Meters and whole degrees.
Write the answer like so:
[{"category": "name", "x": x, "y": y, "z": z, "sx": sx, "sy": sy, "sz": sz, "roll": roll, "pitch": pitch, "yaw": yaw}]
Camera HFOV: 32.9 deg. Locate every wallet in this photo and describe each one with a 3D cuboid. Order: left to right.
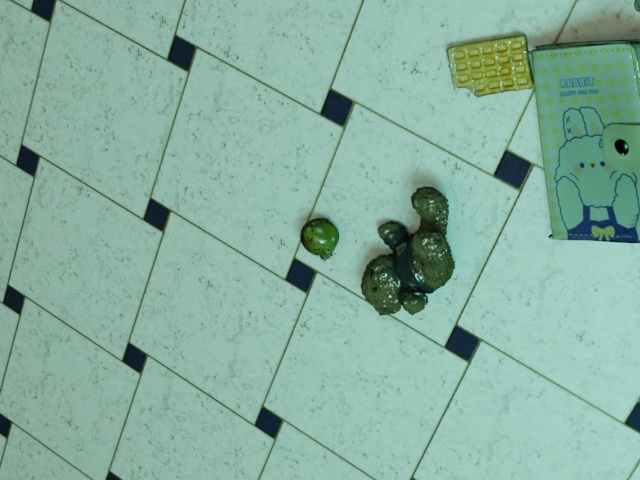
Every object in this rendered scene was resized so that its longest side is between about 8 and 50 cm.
[{"category": "wallet", "x": 0.424, "y": -0.148, "z": 1.653, "sx": 0.223, "sy": 0.077, "sz": 0.310, "roll": 5, "pitch": 111, "yaw": 48}]

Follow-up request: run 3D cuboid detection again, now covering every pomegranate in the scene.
[{"category": "pomegranate", "x": -0.004, "y": -0.001, "z": 1.965, "sx": 0.073, "sy": 0.073, "sz": 0.084, "roll": 39, "pitch": 144, "yaw": 12}]

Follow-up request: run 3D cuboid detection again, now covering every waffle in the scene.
[{"category": "waffle", "x": 0.274, "y": -0.279, "z": 1.749, "sx": 0.135, "sy": 0.021, "sz": 0.092, "roll": -7, "pitch": 102, "yaw": 30}]

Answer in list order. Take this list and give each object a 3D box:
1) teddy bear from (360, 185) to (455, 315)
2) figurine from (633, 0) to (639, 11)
[{"category": "teddy bear", "x": 0.164, "y": 0.038, "z": 1.856, "sx": 0.129, "sy": 0.182, "sz": 0.251, "roll": 19, "pitch": 140, "yaw": -21}, {"category": "figurine", "x": 0.402, "y": -0.514, "z": 1.537, "sx": 0.207, "sy": 0.166, "sz": 0.387, "roll": -30, "pitch": 88, "yaw": -2}]
